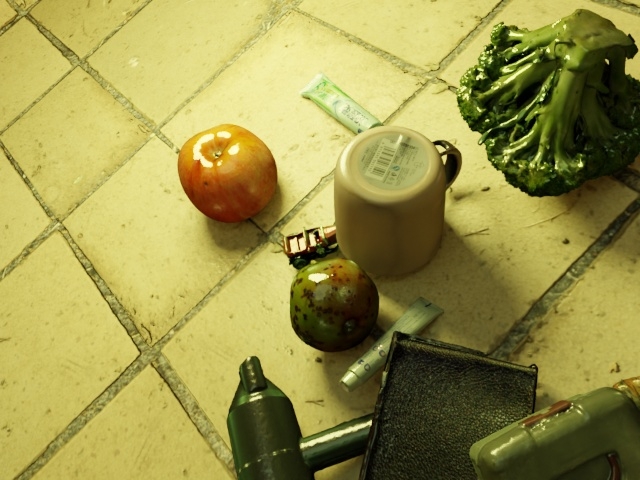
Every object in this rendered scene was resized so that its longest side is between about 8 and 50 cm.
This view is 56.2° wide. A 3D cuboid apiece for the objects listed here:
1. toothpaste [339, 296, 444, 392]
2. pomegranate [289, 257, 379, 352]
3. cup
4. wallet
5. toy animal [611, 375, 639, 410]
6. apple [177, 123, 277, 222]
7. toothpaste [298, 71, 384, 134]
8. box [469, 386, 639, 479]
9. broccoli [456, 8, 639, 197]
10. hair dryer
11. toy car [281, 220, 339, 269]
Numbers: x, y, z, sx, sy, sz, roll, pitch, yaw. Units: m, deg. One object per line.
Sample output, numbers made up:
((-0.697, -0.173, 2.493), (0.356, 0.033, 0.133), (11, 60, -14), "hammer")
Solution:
((0.114, 0.164, 0.962), (0.052, 0.033, 0.218), (31, 56, 35), "toothpaste")
((0.017, 0.095, 1.013), (0.159, 0.159, 0.205), (-30, 26, 5), "pomegranate")
((0.140, -0.087, 1.011), (0.253, 0.200, 0.191), (-34, 62, -14), "cup")
((0.180, 0.277, 0.850), (0.221, 0.071, 0.262), (14, 69, 4), "wallet")
((0.501, 0.185, 0.796), (0.241, 0.057, 0.099), (-33, 53, 3), "toy animal")
((-0.191, -0.143, 1.231), (0.210, 0.164, 0.209), (-9, 58, 15), "apple")
((0.052, -0.280, 1.282), (0.075, 0.048, 0.297), (-42, 50, -1), "toothpaste")
((0.303, 0.281, 0.747), (0.210, 0.129, 0.148), (-23, 77, -5), "box")
((0.374, -0.231, 0.967), (0.321, 0.283, 0.304), (40, 70, 18), "broccoli")
((0.004, 0.279, 0.945), (0.303, 0.116, 0.244), (-19, 55, -1), "hair dryer")
((0.000, 0.000, 1.129), (0.143, 0.054, 0.073), (-19, 53, 12), "toy car")
